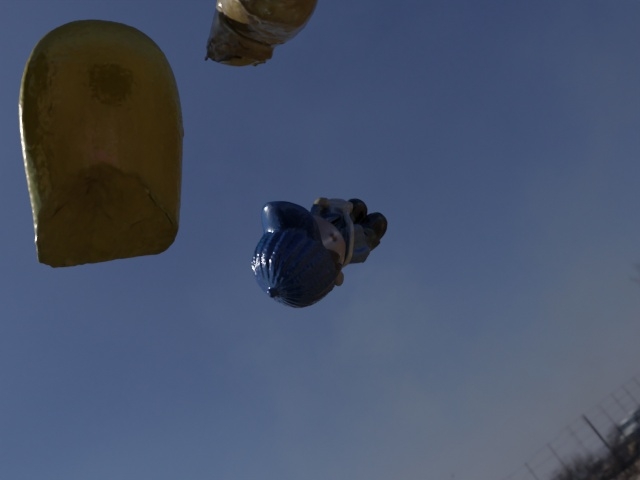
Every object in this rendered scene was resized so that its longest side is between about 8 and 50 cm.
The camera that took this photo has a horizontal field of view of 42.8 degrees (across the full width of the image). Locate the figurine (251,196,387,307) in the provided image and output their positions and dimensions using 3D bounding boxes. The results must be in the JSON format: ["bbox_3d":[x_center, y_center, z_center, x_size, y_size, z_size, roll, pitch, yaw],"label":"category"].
[{"bbox_3d":[-0.003,0.008,0.658,0.136,0.077,0.079,-11,-48,-62],"label":"figurine"}]

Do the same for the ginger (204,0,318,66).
[{"bbox_3d":[-0.090,-0.353,1.243,0.138,0.152,0.267,15,-24,-20],"label":"ginger"}]

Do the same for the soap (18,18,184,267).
[{"bbox_3d":[-0.371,-0.167,1.428,0.306,0.115,0.427,-9,-78,-38],"label":"soap"}]
